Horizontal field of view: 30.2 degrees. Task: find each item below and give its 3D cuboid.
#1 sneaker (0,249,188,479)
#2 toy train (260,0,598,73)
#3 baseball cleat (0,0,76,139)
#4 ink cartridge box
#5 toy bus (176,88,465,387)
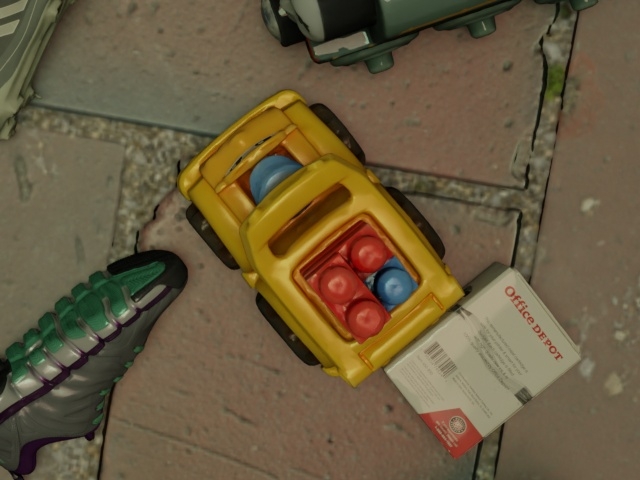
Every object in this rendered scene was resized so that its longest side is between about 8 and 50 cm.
[{"bbox_3d":[-0.185,0.100,0.953,0.223,0.083,0.098,-36,120,0],"label":"sneaker"},{"bbox_3d":[0.117,-0.224,0.888,0.333,0.190,0.142,-18,95,-4],"label":"toy train"},{"bbox_3d":[-0.245,-0.174,0.895,0.109,0.072,0.206,27,109,-6],"label":"baseball cleat"},{"bbox_3d":[0.130,0.097,0.981,0.135,0.056,0.099,-38,97,-1],"label":"ink cartridge box"},{"bbox_3d":[0.000,0.000,0.885,0.149,0.211,0.220,-40,96,0],"label":"toy bus"}]
